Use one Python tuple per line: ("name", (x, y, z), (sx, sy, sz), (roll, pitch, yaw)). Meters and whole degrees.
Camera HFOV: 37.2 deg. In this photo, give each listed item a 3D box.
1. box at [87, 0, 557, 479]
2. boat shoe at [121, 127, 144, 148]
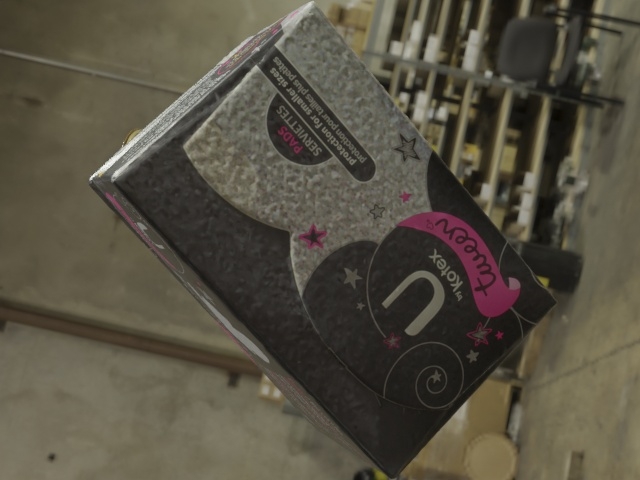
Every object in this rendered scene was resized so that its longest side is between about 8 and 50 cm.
("box", (0.000, 0.000, 0.609), (0.163, 0.247, 0.142), (-44, 16, -12))
("boat shoe", (-0.109, -0.046, 0.737), (0.178, 0.060, 0.064), (34, -114, -81))
